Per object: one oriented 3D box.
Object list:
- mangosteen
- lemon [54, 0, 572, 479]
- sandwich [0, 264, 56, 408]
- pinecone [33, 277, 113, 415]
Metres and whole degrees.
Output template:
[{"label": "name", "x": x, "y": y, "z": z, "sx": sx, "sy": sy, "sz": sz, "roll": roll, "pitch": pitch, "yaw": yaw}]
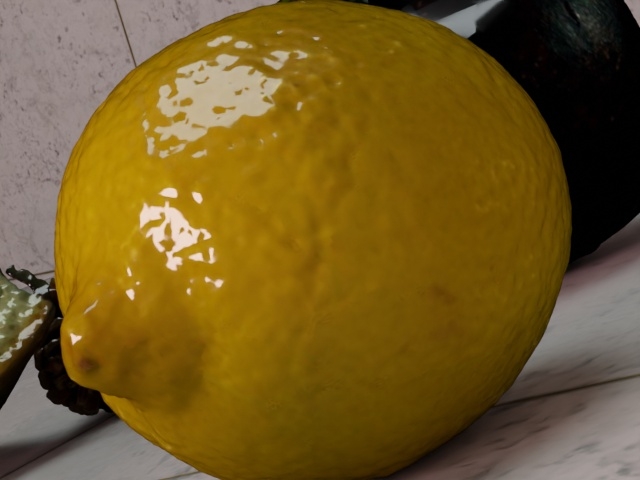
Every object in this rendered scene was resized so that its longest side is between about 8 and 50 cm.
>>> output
[{"label": "mangosteen", "x": 0.074, "y": -0.082, "z": 1.020, "sx": 0.243, "sy": 0.243, "sz": 0.243, "roll": -22, "pitch": 5, "yaw": 2}, {"label": "lemon", "x": 0.000, "y": 0.000, "z": 0.699, "sx": 0.244, "sy": 0.186, "sz": 0.187, "roll": -22, "pitch": 3, "yaw": -42}, {"label": "sandwich", "x": -0.268, "y": 0.091, "z": 1.187, "sx": 0.128, "sy": 0.122, "sz": 0.235, "roll": -46, "pitch": -5, "yaw": -32}, {"label": "pinecone", "x": -0.145, "y": 0.065, "z": 1.197, "sx": 0.102, "sy": 0.102, "sz": 0.109, "roll": -22, "pitch": 15, "yaw": 3}]
